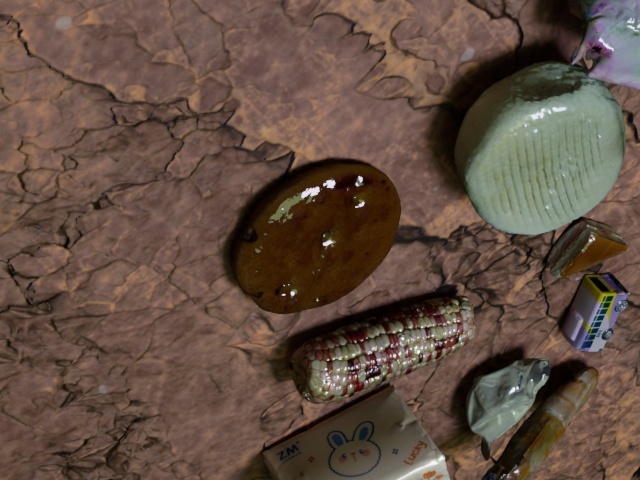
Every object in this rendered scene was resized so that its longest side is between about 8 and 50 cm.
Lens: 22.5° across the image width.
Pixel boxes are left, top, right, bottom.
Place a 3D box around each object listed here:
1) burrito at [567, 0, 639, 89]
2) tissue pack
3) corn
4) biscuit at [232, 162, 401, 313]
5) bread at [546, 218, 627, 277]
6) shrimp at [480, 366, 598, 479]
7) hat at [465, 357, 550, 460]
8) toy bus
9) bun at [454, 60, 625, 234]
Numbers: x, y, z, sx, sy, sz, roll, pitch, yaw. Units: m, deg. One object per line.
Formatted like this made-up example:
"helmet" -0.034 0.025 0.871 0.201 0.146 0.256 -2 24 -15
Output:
"burrito" 0.364 -0.231 1.785 0.228 0.144 0.089 5 166 -39
"tissue pack" 0.044 0.289 2.026 0.196 0.148 0.092 -28 135 -9
"corn" 0.084 0.129 1.957 0.253 0.086 0.086 -17 134 -22
"biscuit" 0.000 0.000 1.823 0.212 0.036 0.212 -19 135 -20
"bread" 0.336 0.003 2.039 0.109 0.043 0.062 -24 138 -11
"shrimp" 0.286 0.285 2.188 0.296 0.058 0.169 -43 159 -30
"hat" 0.242 0.217 2.158 0.122 0.081 0.166 -48 162 -23
"toy bus" 0.361 0.098 2.134 0.058 0.052 0.102 0 125 -30
"bun" 0.246 -0.113 1.833 0.221 0.108 0.221 -14 137 -13
